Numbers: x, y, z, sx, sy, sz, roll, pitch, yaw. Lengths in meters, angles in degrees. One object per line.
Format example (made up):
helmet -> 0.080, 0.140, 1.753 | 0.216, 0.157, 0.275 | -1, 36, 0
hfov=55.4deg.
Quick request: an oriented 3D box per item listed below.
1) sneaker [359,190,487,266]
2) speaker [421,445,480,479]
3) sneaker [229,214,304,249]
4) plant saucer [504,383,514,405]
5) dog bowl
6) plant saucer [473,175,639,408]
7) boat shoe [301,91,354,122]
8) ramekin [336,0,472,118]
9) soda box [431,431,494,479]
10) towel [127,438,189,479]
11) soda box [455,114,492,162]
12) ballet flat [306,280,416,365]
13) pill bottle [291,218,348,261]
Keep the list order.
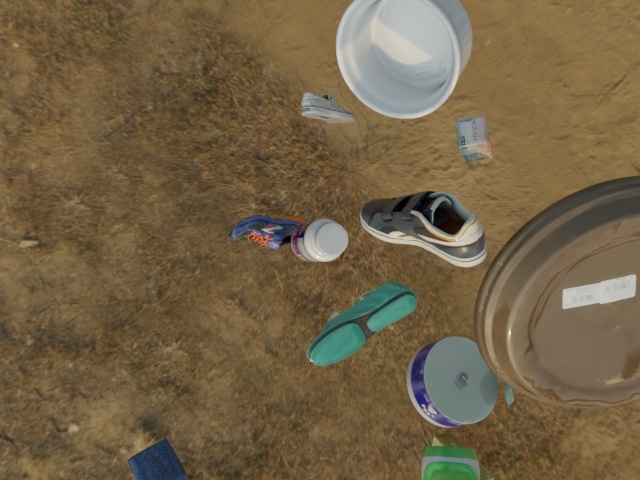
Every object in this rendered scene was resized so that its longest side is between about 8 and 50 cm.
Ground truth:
sneaker -> 0.222, -0.056, 1.364 | 0.321, 0.127, 0.126 | 21, 54, 35
speaker -> 0.278, 0.599, 1.303 | 0.131, 0.131, 0.296 | 4, 68, 2
sneaker -> -0.139, -0.018, 1.662 | 0.221, 0.083, 0.087 | -4, 66, -24
plant saucer -> 0.564, 0.435, 1.828 | 0.021, 0.119, 0.119 | -9, 96, 15
dog bowl -> 0.402, 0.427, 1.849 | 0.265, 0.104, 0.264 | 8, 68, -19
plant saucer -> 0.293, 0.069, 0.604 | 0.278, 0.041, 0.277 | -2, 120, -3
boat shoe -> 0.011, -0.179, 0.818 | 0.035, 0.100, 0.035 | -2, 89, 43
ramekin -> 0.184, -0.412, 1.291 | 0.277, 0.135, 0.277 | 21, 135, 23
soda box -> 0.367, 0.585, 1.596 | 0.058, 0.181, 0.061 | -4, 115, -29
towel -> -0.211, 0.337, 0.829 | 0.029, 0.067, 0.119 | -44, 70, 37
soda box -> 0.332, -0.214, 1.307 | 0.063, 0.183, 0.058 | -8, 83, 17
ballet flat -> 0.073, 0.159, 1.207 | 0.247, 0.087, 0.083 | -31, 121, -9
pill bottle -> 0.000, 0.000, 1.540 | 0.108, 0.193, 0.108 | 1, 88, -18
